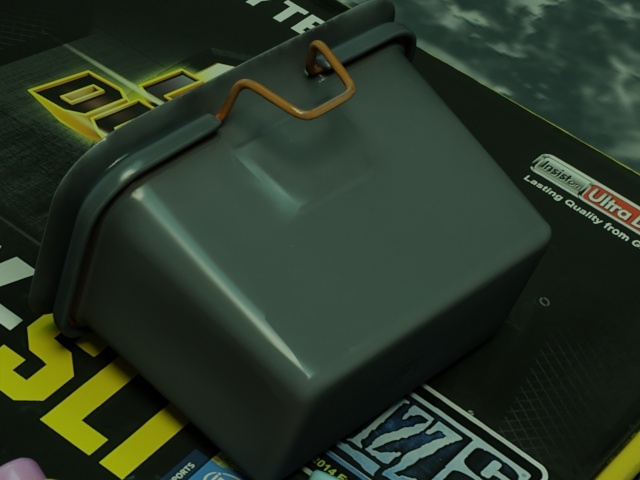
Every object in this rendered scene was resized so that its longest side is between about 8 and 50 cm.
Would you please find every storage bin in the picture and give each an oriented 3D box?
[{"bbox_3d":[0.000,0.000,0.547,0.135,0.098,0.091,-32,68,-35],"label":"storage bin"}]

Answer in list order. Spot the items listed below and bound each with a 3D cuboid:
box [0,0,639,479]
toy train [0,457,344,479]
[{"bbox_3d":[-0.039,0.016,0.639,0.322,0.079,0.257,33,49,22],"label":"box"},{"bbox_3d":[-0.059,0.121,0.477,0.125,0.046,0.166,26,85,22],"label":"toy train"}]
